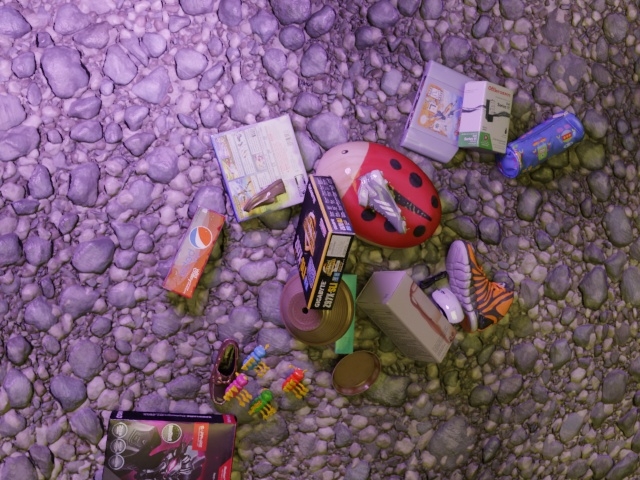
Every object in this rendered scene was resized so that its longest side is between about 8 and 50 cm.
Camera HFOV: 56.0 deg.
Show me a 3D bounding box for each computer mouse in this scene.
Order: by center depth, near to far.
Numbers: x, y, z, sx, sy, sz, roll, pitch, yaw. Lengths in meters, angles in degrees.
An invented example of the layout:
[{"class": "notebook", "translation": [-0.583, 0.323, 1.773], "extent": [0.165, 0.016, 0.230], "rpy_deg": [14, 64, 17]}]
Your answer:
[{"class": "computer mouse", "translation": [0.399, 0.180, 1.926], "extent": [0.106, 0.193, 0.042], "rpy_deg": [-17, 138, -13]}]

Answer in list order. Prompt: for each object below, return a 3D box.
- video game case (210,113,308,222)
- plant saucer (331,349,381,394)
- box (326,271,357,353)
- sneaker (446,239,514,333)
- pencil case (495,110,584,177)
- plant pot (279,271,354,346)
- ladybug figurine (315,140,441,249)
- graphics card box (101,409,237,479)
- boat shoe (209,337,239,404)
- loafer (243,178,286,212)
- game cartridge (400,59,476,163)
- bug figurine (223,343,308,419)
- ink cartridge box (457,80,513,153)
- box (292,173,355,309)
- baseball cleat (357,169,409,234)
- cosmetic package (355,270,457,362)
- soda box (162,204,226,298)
[{"class": "video game case", "translation": [-0.176, -0.217, 1.821], "extent": [0.244, 0.061, 0.269], "rpy_deg": [-18, 96, -13]}, {"class": "plant saucer", "translation": [0.110, 0.414, 1.908], "extent": [0.168, 0.029, 0.168], "rpy_deg": [-9, 116, -19]}, {"class": "box", "translation": [0.065, 0.222, 1.878], "extent": [0.060, 0.100, 0.244], "rpy_deg": [2, 92, -15]}, {"class": "sneaker", "translation": [0.528, 0.134, 1.987], "extent": [0.180, 0.124, 0.321], "rpy_deg": [-17, 107, -16]}, {"class": "pencil case", "translation": [0.732, -0.326, 2.004], "extent": [0.306, 0.119, 0.133], "rpy_deg": [-29, 128, -11]}, {"class": "plant pot", "translation": [-0.027, 0.203, 1.794], "extent": [0.237, 0.110, 0.237], "rpy_deg": [0, 91, 22]}, {"class": "ladybug figurine", "translation": [0.199, -0.138, 1.863], "extent": [0.449, 0.162, 0.305], "rpy_deg": [26, 86, -13]}, {"class": "graphics card box", "translation": [-0.442, 0.630, 1.776], "extent": [0.371, 0.094, 0.232], "rpy_deg": [7, 91, -13]}, {"class": "boat shoe", "translation": [-0.291, 0.398, 1.814], "extent": [0.073, 0.073, 0.207], "rpy_deg": [8, 92, -15]}, {"class": "loafer", "translation": [-0.161, -0.124, 1.768], "extent": [0.148, 0.056, 0.050], "rpy_deg": [-38, 94, -9]}, {"class": "game cartridge", "translation": [0.394, -0.411, 1.956], "extent": [0.198, 0.062, 0.297], "rpy_deg": [19, 88, -9]}, {"class": "bug figurine", "translation": [-0.172, 0.424, 1.809], "extent": [0.216, 0.072, 0.279], "rpy_deg": [-44, 132, 4]}, {"class": "ink cartridge box", "translation": [0.529, -0.392, 1.927], "extent": [0.153, 0.087, 0.208], "rpy_deg": [3, 94, -38]}, {"class": "box", "translation": [0.000, 0.000, 1.700], "extent": [0.079, 0.322, 0.257], "rpy_deg": [4, 123, -15]}, {"class": "baseball cleat", "translation": [0.173, -0.099, 1.749], "extent": [0.109, 0.072, 0.206], "rpy_deg": [-25, 93, 4]}, {"class": "cosmetic package", "translation": [0.267, 0.236, 1.858], "extent": [0.296, 0.153, 0.129], "rpy_deg": [48, 62, -26]}, {"class": "soda box", "translation": [-0.371, 0.032, 1.773], "extent": [0.092, 0.083, 0.263], "rpy_deg": [24, 87, -13]}]
